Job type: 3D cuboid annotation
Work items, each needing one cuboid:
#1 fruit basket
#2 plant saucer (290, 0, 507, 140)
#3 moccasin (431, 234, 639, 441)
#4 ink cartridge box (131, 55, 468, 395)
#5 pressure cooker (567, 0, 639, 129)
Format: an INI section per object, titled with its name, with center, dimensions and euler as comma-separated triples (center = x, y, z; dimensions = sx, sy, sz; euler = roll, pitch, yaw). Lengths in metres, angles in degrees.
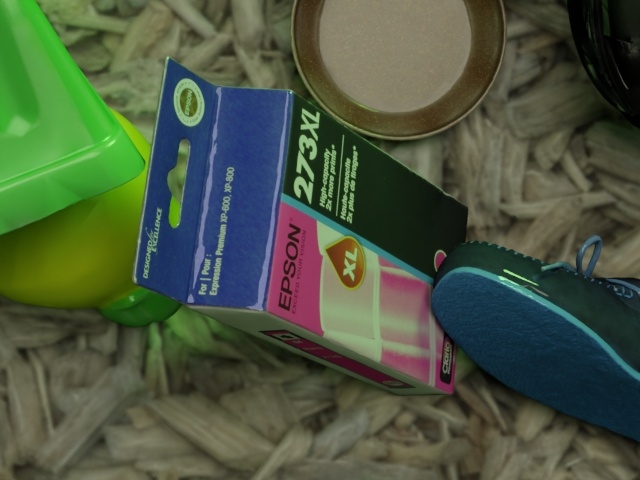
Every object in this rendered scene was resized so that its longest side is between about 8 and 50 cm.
[fruit basket]
center = -0.266, -0.060, 1.227
dimensions = 0.283, 0.392, 0.392
euler = -22, 79, -11
[plant saucer]
center = 0.069, -0.190, 1.408
dimensions = 0.199, 0.036, 0.198
euler = 0, 92, -8
[moccasin]
center = 0.247, 0.088, 1.340
dimensions = 0.342, 0.138, 0.117
euler = 31, 52, -17
[ink cartridge box]
center = 0.000, 0.000, 1.223
dimensions = 0.069, 0.371, 0.175
euler = -5, 70, 36
[pressure cooker]
center = 0.401, -0.287, 1.315
dimensions = 0.420, 0.375, 0.369
euler = -17, 88, -16
